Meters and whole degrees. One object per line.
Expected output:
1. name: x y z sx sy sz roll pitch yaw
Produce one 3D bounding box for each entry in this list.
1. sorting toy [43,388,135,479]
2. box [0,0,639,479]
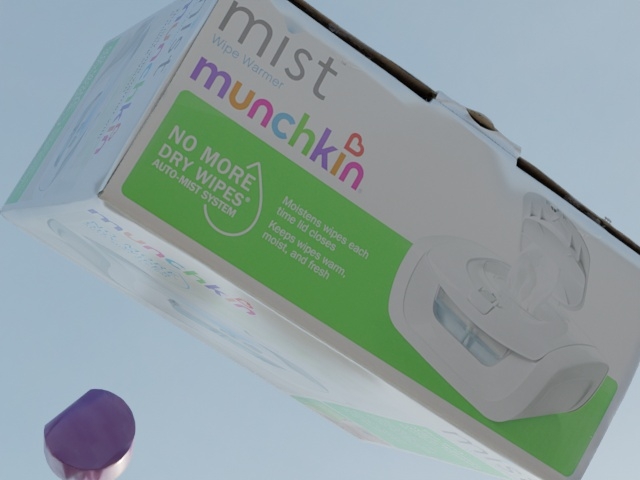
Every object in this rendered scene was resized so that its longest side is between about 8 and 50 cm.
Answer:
1. sorting toy: -0.089 0.278 0.976 0.365 0.127 0.126 52 -27 22
2. box: 0.000 0.000 0.694 0.262 0.127 0.231 34 -13 -20
